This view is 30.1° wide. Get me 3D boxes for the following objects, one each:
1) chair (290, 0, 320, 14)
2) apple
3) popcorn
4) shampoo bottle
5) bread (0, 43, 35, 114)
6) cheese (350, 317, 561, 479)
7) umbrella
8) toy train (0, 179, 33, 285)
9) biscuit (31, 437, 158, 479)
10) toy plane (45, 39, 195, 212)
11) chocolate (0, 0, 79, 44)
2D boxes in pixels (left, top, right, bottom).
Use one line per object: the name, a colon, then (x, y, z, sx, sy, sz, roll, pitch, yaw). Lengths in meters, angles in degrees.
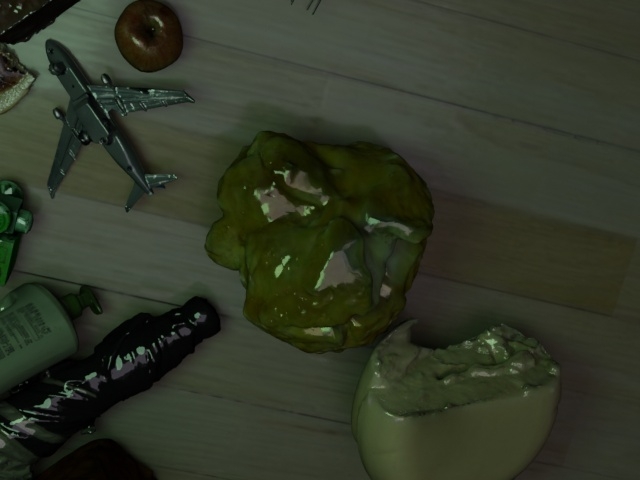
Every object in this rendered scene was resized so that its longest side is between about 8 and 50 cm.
chair: (-0.005, -0.312, 1.403, 0.037, 0.042, 0.086, 23, 101, -16)
apple: (-0.200, -0.237, 1.384, 0.084, 0.071, 0.084, 0, 89, -19)
popcorn: (-0.006, 0.002, 1.392, 0.276, 0.276, 0.225, 12, 138, -10)
shampoo bottle: (-0.371, 0.120, 1.417, 0.234, 0.118, 0.087, -30, 141, -29)
bread: (-0.384, -0.193, 1.393, 0.070, 0.035, 0.083, -43, 108, 7)
cheese: (0.167, 0.212, 1.485, 0.266, 0.127, 0.233, -7, 122, -21)
umbrella: (-0.284, 0.179, 1.482, 0.357, 0.106, 0.113, -33, 115, -5)
toy train: (-0.468, -0.034, 1.405, 0.251, 0.085, 0.119, 16, 117, -7)
biscuit: (-0.348, 0.408, 1.374, 0.342, 0.395, 0.166, -35, 100, 0)
toy plane: (-0.259, -0.140, 1.410, 0.226, 0.058, 0.226, -31, 107, 19)
chocolate: (-0.258, -0.352, 1.337, 0.321, 0.112, 0.112, -34, 96, 4)
